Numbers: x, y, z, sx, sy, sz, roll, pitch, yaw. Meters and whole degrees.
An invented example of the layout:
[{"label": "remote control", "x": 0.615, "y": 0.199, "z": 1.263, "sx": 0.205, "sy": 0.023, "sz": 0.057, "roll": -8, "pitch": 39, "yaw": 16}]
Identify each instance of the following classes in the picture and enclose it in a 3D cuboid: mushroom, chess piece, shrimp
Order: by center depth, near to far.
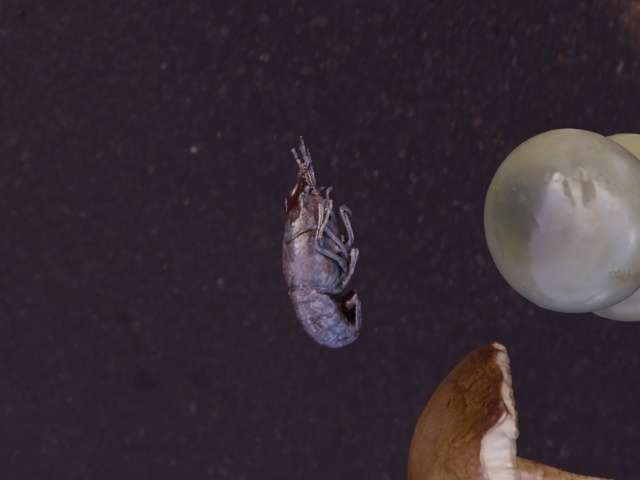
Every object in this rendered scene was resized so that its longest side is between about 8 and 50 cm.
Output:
[{"label": "shrimp", "x": 0.000, "y": 0.000, "z": 1.037, "sx": 0.065, "sy": 0.165, "sz": 0.057, "roll": 6, "pitch": 169, "yaw": -40}, {"label": "chess piece", "x": 0.251, "y": -0.007, "z": 1.056, "sx": 0.330, "sy": 0.182, "sz": 0.182, "roll": 4, "pitch": 146, "yaw": -47}, {"label": "mushroom", "x": 0.208, "y": 0.219, "z": 1.259, "sx": 0.302, "sy": 0.208, "sz": 0.233, "roll": 9, "pitch": 93, "yaw": -37}]
